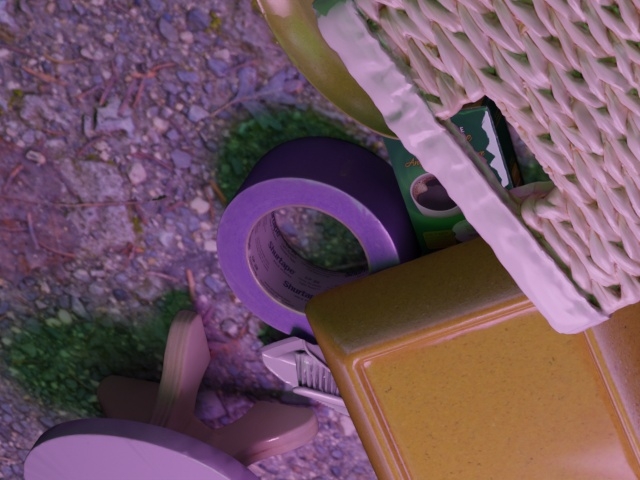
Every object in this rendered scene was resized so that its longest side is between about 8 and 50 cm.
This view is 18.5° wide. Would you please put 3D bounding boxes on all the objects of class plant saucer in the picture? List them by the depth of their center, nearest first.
[{"bbox_3d":[0.029,-0.195,1.727,0.241,0.037,0.241,40,156,21],"label":"plant saucer"},{"bbox_3d":[0.176,0.165,1.803,0.333,0.081,0.332,-20,99,24],"label":"plant saucer"}]

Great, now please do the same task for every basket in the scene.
[{"bbox_3d":[0.222,-0.171,1.460,0.266,0.331,0.328,-26,112,35],"label":"basket"}]

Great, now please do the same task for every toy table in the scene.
[{"bbox_3d":[-0.151,0.215,2.045,0.274,0.161,0.252,17,133,15],"label":"toy table"}]

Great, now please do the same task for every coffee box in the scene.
[{"bbox_3d":[0.134,-0.049,1.840,0.113,0.040,0.184,-8,119,26],"label":"coffee box"}]

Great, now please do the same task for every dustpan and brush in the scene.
[{"bbox_3d":[0.043,0.164,1.990,0.211,0.060,0.147,20,166,-14],"label":"dustpan and brush"}]

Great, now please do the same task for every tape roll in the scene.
[{"bbox_3d":[0.000,0.000,1.903,0.189,0.080,0.189,11,127,15],"label":"tape roll"}]
